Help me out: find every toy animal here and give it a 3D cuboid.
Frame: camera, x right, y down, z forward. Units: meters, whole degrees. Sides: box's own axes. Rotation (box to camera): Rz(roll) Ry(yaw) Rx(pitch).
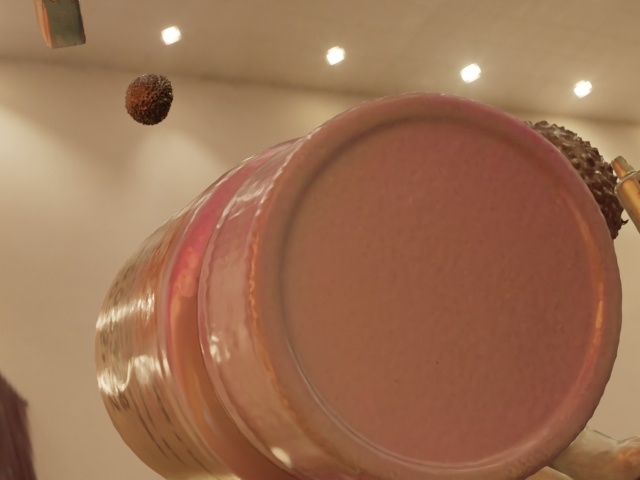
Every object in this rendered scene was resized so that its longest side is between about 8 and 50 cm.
[{"bbox_3d":[0.199,0.242,1.344,0.289,0.174,0.249,20,-3,-6],"label":"toy animal"}]

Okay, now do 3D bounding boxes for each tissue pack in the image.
[{"bbox_3d":[-0.353,-0.314,1.633,0.058,0.074,0.094,-15,-50,-17],"label":"tissue pack"}]

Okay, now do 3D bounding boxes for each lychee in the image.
[{"bbox_3d":[-0.225,-0.185,1.599,0.068,0.067,0.083,-21,13,-6],"label":"lychee"},{"bbox_3d":[0.356,-0.047,2.027,0.300,0.300,0.300,-18,-27,-10],"label":"lychee"}]

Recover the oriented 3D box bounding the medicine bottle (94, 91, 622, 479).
[{"bbox_3d":[-0.005,0.055,0.736,0.219,0.219,0.388,-13,-5,-20],"label":"medicine bottle"}]

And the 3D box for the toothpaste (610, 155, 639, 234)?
[{"bbox_3d":[0.330,0.015,1.105,0.060,0.233,0.038,-21,-26,-15],"label":"toothpaste"}]
